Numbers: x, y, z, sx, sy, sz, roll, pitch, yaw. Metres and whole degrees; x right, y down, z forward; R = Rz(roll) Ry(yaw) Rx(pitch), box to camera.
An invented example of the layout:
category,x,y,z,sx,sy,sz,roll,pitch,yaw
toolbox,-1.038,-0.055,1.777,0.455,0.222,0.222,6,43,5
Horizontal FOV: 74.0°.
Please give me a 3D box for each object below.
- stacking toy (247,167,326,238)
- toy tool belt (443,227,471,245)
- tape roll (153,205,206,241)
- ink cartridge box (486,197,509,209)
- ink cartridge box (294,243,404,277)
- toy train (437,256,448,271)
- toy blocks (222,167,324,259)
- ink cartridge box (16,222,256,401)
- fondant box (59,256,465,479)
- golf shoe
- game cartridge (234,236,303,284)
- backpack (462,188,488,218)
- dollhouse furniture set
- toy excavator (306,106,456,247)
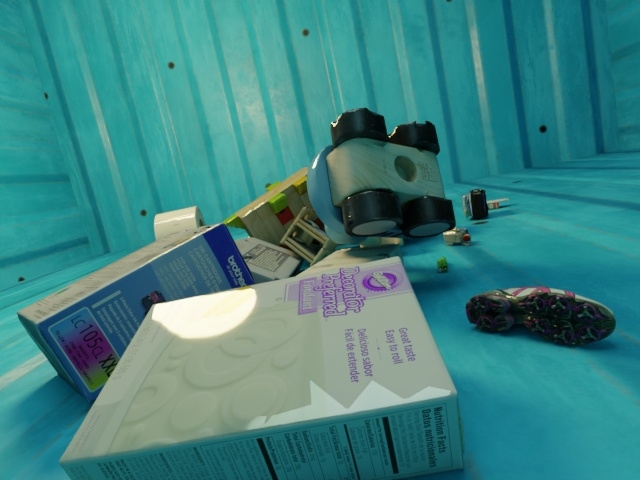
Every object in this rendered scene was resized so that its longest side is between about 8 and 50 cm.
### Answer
category,x,y,z,sx,sy,sz,roll,pitch,yaw
stacking toy,-0.076,-0.084,1.605,0.480,0.350,0.351,-32,16,-20
toy tool belt,0.386,-0.015,1.171,0.051,0.052,0.083,-29,18,-35
tape roll,-0.577,-0.011,1.798,0.169,0.245,0.246,-12,9,-6
ink cartridge box,0.668,-0.139,1.645,0.115,0.029,0.063,-7,9,21
ink cartridge box,0.068,0.078,0.868,0.159,0.092,0.218,-7,11,27
toy train,0.280,0.056,0.975,0.024,0.017,0.083,-19,6,18
toy blocks,-0.088,-0.056,1.413,0.382,0.260,0.191,-36,24,-15
ink cartridge box,-0.318,0.095,0.811,0.396,0.151,0.270,-37,20,-36
fondant box,-0.048,0.138,0.458,0.331,0.096,0.238,-10,25,3
golf shoe,0.296,0.089,0.574,0.086,0.067,0.186,-17,10,-36
game cartridge,-0.163,0.061,1.134,0.198,0.062,0.297,16,12,5
backpack,0.548,-0.131,1.508,0.084,0.104,0.114,-8,7,23
dollhouse furniture set,0.000,0.000,1.265,0.129,0.128,0.184,37,6,22
toy excavator,0.116,-0.073,0.999,0.434,0.222,0.445,2,-18,-33
